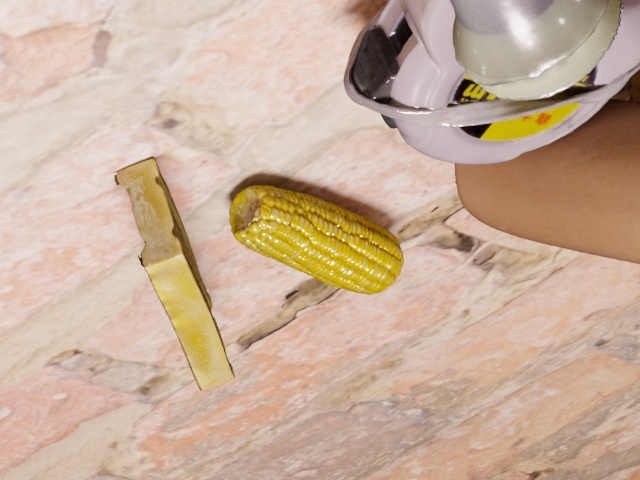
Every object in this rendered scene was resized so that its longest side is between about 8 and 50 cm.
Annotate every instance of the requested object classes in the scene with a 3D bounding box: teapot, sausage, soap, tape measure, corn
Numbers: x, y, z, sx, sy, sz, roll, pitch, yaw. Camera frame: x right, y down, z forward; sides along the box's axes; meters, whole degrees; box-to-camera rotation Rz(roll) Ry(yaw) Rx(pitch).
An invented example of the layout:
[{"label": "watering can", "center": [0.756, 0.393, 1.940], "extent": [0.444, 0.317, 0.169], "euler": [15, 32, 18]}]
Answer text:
[{"label": "teapot", "center": [0.078, -0.194, 1.059], "extent": [0.183, 0.183, 0.251], "euler": [-28, 137, 14]}, {"label": "sausage", "center": [0.208, -0.050, 1.411], "extent": [0.123, 0.123, 0.253], "euler": [1, -174, -36]}, {"label": "soap", "center": [-0.115, 0.033, 1.483], "extent": [0.037, 0.092, 0.252], "euler": [-18, 153, -1]}, {"label": "tape measure", "center": [0.128, -0.140, 1.299], "extent": [0.236, 0.120, 0.197], "euler": [8, 136, -36]}, {"label": "corn", "center": [0.000, 0.000, 1.529], "extent": [0.067, 0.067, 0.206], "euler": [-35, 147, 26]}]

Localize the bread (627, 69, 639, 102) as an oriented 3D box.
[{"label": "bread", "center": [0.388, -0.078, 1.458], "extent": [0.211, 0.270, 0.316], "euler": [-26, 149, -20]}]
